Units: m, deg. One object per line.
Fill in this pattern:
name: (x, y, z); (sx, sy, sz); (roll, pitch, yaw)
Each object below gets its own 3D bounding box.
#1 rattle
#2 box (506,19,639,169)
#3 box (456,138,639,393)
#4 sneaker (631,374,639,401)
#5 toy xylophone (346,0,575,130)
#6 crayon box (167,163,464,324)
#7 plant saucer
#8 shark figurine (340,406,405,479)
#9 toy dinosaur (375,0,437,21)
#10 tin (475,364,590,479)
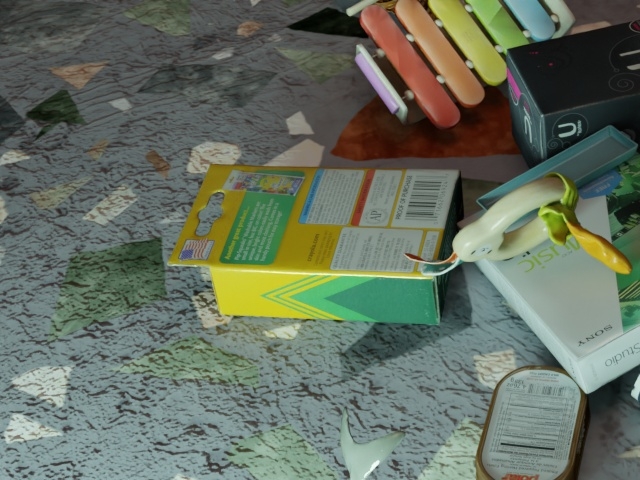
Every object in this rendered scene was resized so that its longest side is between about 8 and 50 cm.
rattle: (0.213, 0.026, 1.688); (0.200, 0.130, 0.142); (-28, 81, -10)
box: (0.388, -0.175, 1.951); (0.270, 0.143, 0.165); (-14, 39, -3)
box: (0.321, 0.018, 1.742); (0.232, 0.058, 0.322); (-28, 35, -5)
sneaker: (0.445, 0.138, 1.623); (0.235, 0.090, 0.095); (-28, 54, -14)
toy xylophone: (0.174, -0.289, 2.119); (0.323, 0.081, 0.236); (-37, 79, -23)
crayon box: (0.000, 0.000, 1.872); (0.323, 0.083, 0.203); (3, 41, 14)
plant saucer: (0.282, -0.074, 1.828); (0.192, 0.018, 0.067); (-28, 34, -7)
shark figurine: (0.093, 0.299, 1.459); (0.166, 0.278, 0.116); (-51, 7, -4)
toy dinosaur: (0.135, -0.406, 2.319); (0.218, 0.164, 0.322); (-30, 64, -2)
tin: (0.222, 0.205, 1.617); (0.106, 0.040, 0.189); (1, 40, 20)
